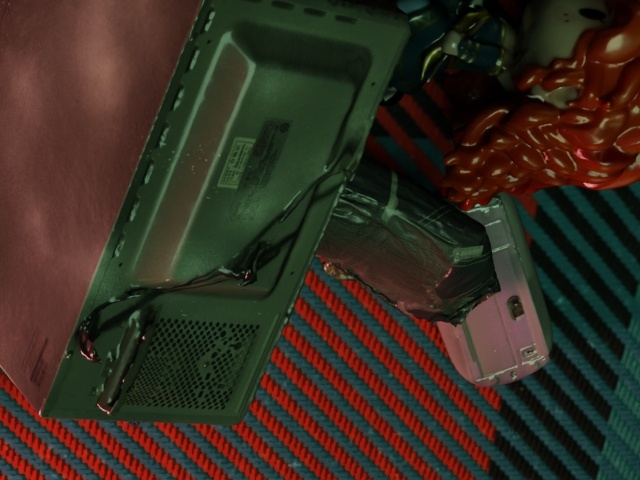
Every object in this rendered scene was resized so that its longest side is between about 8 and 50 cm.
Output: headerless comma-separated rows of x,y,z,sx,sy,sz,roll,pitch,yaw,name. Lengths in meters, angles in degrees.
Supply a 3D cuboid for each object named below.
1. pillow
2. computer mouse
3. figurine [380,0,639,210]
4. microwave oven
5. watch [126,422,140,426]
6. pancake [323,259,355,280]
0.047,-0.016,2.006,0.335,0.093,0.161,28,143,-16,pillow
0.180,0.049,2.130,0.126,0.056,0.245,-20,115,0,computer mouse
0.173,-0.204,1.915,0.412,0.241,0.306,41,97,-11,figurine
-0.155,-0.087,1.790,0.236,0.374,0.432,7,115,-39,microwave oven
-0.328,0.084,1.908,0.276,0.274,0.068,16,109,-24,watch
0.000,0.000,2.087,0.184,0.020,0.190,-40,117,8,pancake
